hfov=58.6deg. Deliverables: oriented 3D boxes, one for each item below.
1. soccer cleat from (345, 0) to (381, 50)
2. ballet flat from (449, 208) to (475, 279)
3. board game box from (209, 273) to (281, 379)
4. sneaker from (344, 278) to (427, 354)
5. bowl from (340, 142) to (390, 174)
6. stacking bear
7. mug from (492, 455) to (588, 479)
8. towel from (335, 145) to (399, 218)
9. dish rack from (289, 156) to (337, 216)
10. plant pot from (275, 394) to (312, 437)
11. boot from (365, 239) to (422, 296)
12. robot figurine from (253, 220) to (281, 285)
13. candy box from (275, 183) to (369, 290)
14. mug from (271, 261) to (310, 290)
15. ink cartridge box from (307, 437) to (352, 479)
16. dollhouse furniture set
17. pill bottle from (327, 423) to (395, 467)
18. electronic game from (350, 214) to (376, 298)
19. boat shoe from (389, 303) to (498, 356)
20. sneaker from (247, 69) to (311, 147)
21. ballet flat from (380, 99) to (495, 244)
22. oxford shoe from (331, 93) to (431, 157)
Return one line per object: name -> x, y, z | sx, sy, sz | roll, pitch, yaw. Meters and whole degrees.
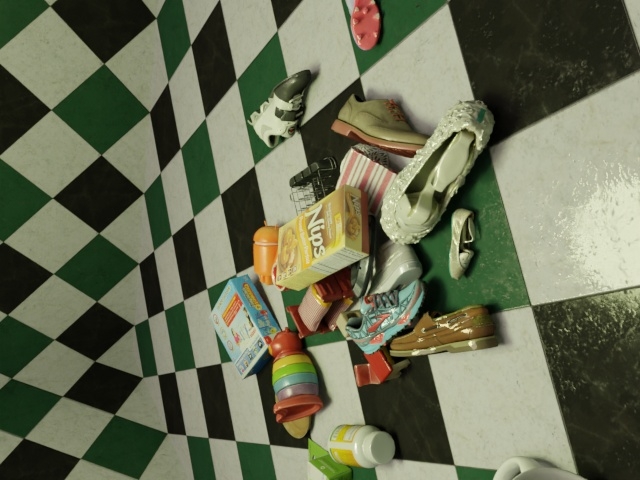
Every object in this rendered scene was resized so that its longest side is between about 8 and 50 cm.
soccer cleat -> 0.105, -0.623, 1.522 | 0.095, 0.082, 0.248 | 155, 102, -86
ballet flat -> 0.326, 0.012, 1.306 | 0.052, 0.057, 0.169 | 7, 102, 46
board game box -> -0.296, 0.341, 2.235 | 0.302, 0.086, 0.308 | 57, 140, 20
sneaker -> 0.158, 0.179, 1.440 | 0.125, 0.104, 0.262 | 39, 115, -4
bowl -> 0.108, -0.196, 1.576 | 0.170, 0.080, 0.170 | 13, 105, 55
stacking bear -> -0.099, 0.442, 1.939 | 0.175, 0.164, 0.289 | 88, 169, -57
mug -> 0.416, 0.614, 1.123 | 0.374, 0.275, 0.328 | -89, 9, -51
towel -> 0.141, -0.144, 1.502 | 0.197, 0.029, 0.144 | 33, 129, 13
dish rack -> -0.009, -0.103, 1.782 | 0.208, 0.074, 0.272 | -24, 78, 57
plant pot -> -0.093, 0.592, 2.067 | 0.236, 0.032, 0.237 | 13, 105, 55
boot -> 0.179, 0.094, 1.530 | 0.258, 0.095, 0.124 | -53, 40, 43
robot figurine -> -0.171, 0.044, 2.001 | 0.158, 0.128, 0.220 | -45, -45, -77
candy box -> 0.000, 0.000, 1.549 | 0.316, 0.087, 0.183 | -31, 49, 47
mug -> -0.070, 0.106, 1.817 | 0.150, 0.169, 0.113 | -12, 86, 56
ink cartridge box -> -0.004, 0.811, 1.912 | 0.255, 0.096, 0.189 | 11, 105, 55
dollhouse furniture set -> 0.067, 0.273, 1.653 | 0.374, 0.152, 0.201 | 59, 139, 33
pill bottle -> 0.120, 0.599, 1.665 | 0.208, 0.117, 0.118 | -26, 74, 55
electronic game -> 0.120, 0.044, 1.549 | 0.229, 0.048, 0.230 | -171, 90, -86
boat shoe -> 0.286, 0.218, 1.368 | 0.307, 0.110, 0.105 | -20, 75, 46
sneaker -> -0.104, -0.419, 1.847 | 0.146, 0.122, 0.330 | 59, 142, 4
ballet flat -> 0.246, -0.128, 1.286 | 0.147, 0.146, 0.409 | 56, 135, 35
oxford shoe -> 0.165, -0.296, 1.440 | 0.348, 0.122, 0.130 | 29, 101, 42
